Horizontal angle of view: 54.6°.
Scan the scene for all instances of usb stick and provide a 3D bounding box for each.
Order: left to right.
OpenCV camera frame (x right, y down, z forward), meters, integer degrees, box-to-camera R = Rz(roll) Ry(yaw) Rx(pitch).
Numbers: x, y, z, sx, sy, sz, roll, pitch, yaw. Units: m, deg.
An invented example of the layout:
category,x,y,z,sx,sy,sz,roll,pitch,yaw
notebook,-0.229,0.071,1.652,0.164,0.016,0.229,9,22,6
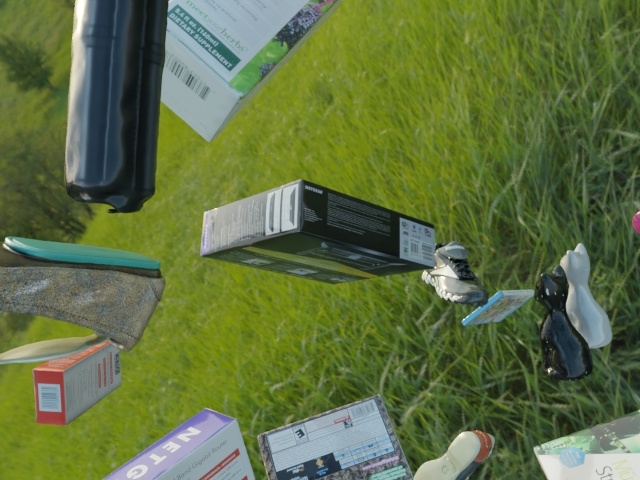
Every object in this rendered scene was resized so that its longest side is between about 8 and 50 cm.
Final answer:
category,x,y,z,sx,sy,sz,roll,pitch,yaw
usb stick,-0.098,-0.153,0.315,0.077,0.045,0.278,-165,79,-67

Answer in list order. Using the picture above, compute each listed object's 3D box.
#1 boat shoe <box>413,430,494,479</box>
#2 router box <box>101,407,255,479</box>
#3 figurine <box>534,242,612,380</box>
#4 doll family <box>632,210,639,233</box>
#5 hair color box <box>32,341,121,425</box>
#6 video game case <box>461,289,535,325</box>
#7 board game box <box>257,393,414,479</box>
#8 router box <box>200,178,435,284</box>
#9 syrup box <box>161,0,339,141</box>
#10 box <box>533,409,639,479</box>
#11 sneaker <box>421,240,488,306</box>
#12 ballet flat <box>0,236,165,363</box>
category,x,y,z,sx,sy,sz,roll,pitch,yaw
boat shoe,0.172,0.296,0.807,0.137,0.043,0.049,-55,45,24
router box,-0.227,0.465,0.898,0.082,0.301,0.335,2,22,43
figurine,0.483,0.127,1.194,0.092,0.209,0.215,-4,16,42
doll family,0.350,-0.098,0.456,0.118,0.263,0.163,34,48,29
hair color box,-0.312,0.179,0.808,0.043,0.141,0.072,1,97,10
video game case,0.405,0.151,1.400,0.119,0.166,0.015,-47,58,31
board game box,0.046,0.454,1.066,0.232,0.141,0.291,-17,54,-7
router box,0.000,0.000,1.017,0.243,0.309,0.081,-13,69,44
syrup box,-0.055,-0.211,0.571,0.237,0.093,0.096,-54,11,-28
box,0.625,0.458,1.253,0.322,0.058,0.232,-22,20,8
sneaker,0.263,0.058,1.219,0.234,0.078,0.106,-131,46,-74
ballet flat,-0.261,0.040,0.467,0.108,0.316,0.106,18,91,47
